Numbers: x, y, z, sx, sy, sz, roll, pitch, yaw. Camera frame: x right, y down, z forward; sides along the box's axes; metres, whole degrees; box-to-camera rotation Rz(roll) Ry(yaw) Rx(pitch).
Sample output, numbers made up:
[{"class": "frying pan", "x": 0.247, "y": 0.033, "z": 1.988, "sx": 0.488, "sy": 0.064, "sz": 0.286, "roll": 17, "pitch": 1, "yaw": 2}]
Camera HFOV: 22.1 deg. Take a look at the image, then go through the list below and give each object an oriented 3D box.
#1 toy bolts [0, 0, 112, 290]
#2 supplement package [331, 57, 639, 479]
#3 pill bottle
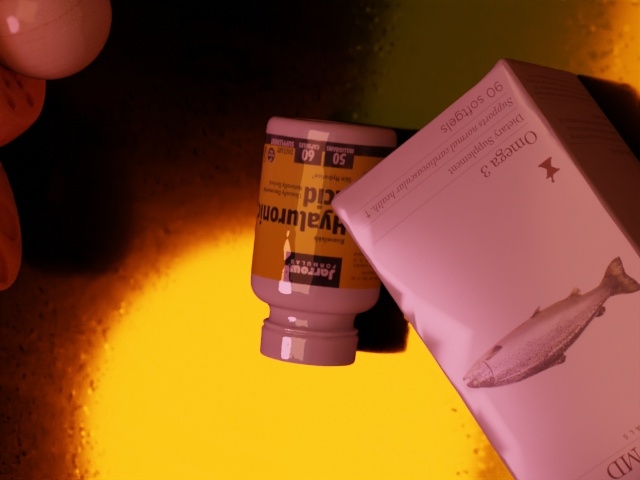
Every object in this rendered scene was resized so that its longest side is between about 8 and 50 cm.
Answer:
[{"class": "toy bolts", "x": -0.157, "y": -0.106, "z": 0.838, "sx": 0.158, "sy": 0.218, "sz": 0.228, "roll": -17, "pitch": 51, "yaw": 12}, {"class": "supplement package", "x": 0.108, "y": 0.023, "z": 0.722, "sx": 0.105, "sy": 0.105, "sz": 0.179, "roll": -39, "pitch": 76, "yaw": 21}, {"class": "pill bottle", "x": 0.000, "y": 0.000, "z": 0.797, "sx": 0.065, "sy": 0.065, "sz": 0.116, "roll": 8, "pitch": 96, "yaw": 25}]
